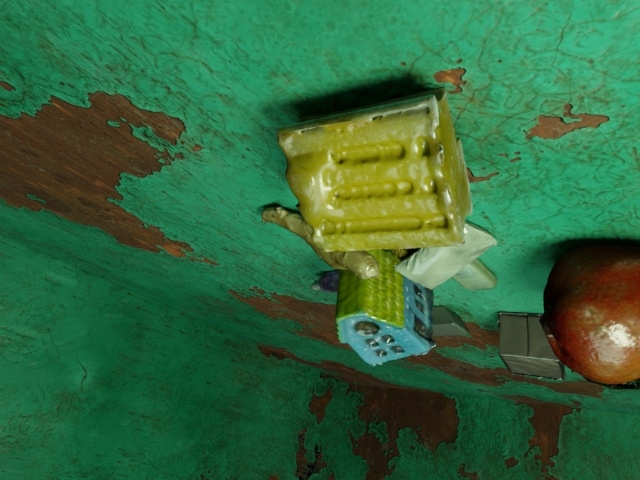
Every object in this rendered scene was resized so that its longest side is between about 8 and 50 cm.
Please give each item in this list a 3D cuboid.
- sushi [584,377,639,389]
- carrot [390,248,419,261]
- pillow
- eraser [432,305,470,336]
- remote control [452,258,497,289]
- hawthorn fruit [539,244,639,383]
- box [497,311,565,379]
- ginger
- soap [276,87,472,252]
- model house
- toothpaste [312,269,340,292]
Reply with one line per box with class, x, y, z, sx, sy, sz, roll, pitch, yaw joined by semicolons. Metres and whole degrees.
sushi;1.026;0.443;1.580;0.225;0.124;0.127;10;156;8
carrot;0.239;0.046;1.184;0.069;0.069;0.229;-7;147;37
pillow;0.291;0.037;1.086;0.128;0.051;0.229;30;131;-17
eraser;0.360;0.294;1.654;0.111;0.077;0.352;34;149;-33
remote control;0.372;0.069;1.202;0.098;0.038;0.233;-13;144;43
hawthorn fruit;0.617;0.139;0.961;0.311;0.295;0.295;-37;135;16
box;0.698;0.350;1.512;0.188;0.153;0.252;-2;151;28
ginger;0.000;0.000;1.128;0.334;0.081;0.148;33;177;8
soap;0.093;-0.110;0.785;0.281;0.143;0.259;0;127;32
model house;0.147;0.165;1.251;0.215;0.237;0.303;-23;131;32
toothpaste;0.091;0.115;1.434;0.301;0.048;0.075;-18;114;39
